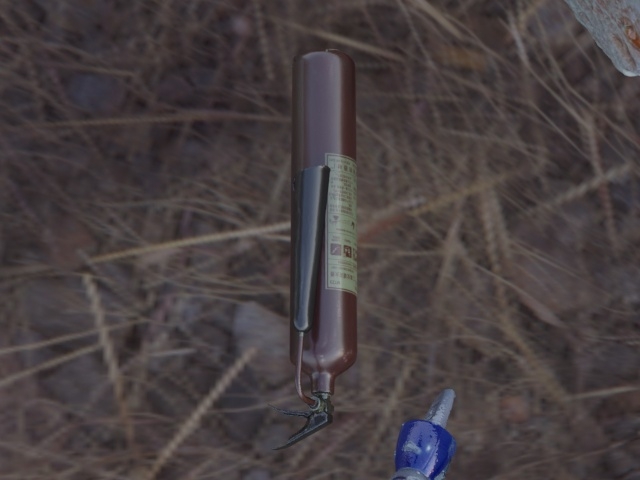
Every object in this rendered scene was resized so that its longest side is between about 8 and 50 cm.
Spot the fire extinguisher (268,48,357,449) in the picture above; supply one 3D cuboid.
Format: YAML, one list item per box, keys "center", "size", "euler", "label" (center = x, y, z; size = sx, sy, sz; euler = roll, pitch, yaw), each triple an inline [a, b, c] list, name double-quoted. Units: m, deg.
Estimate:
- center: [0.000, 0.000, 0.820]
  size: [0.035, 0.049, 0.173]
  euler: [4, 74, -13]
  label: "fire extinguisher"

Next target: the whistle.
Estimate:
- center: [0.049, 0.104, 0.926]
  size: [0.029, 0.033, 0.083]
  euler: [32, 51, -8]
  label: "whistle"

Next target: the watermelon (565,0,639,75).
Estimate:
- center: [0.219, -0.174, 1.084]
  size: [0.320, 0.213, 0.289]
  euler: [2, 41, 1]
  label: "watermelon"
